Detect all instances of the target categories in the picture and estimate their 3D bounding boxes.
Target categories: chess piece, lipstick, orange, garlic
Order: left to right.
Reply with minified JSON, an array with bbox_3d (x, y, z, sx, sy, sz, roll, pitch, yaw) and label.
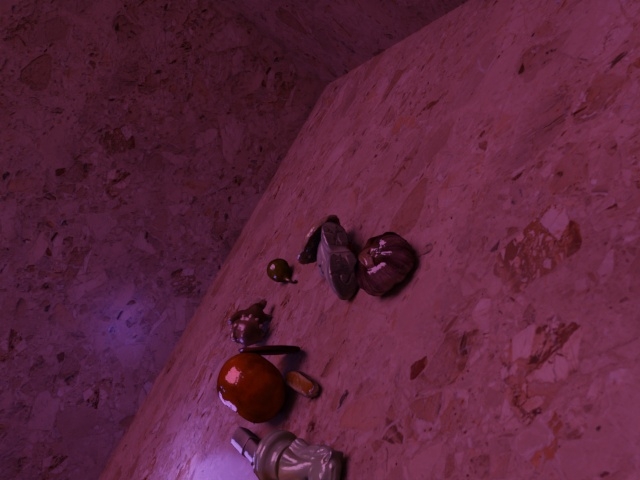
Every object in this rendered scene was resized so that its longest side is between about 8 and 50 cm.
[{"bbox_3d":[-0.264,0.563,1.758,0.226,0.284,0.283,-48,17,-23],"label":"orange"},{"bbox_3d":[-0.256,0.782,1.718,0.252,0.079,0.078,-7,53,61],"label":"lipstick"},{"bbox_3d":[-0.056,0.687,1.371,0.298,0.175,0.176,-7,53,47],"label":"chess piece"},{"bbox_3d":[0.202,0.072,1.585,0.245,0.160,0.245,-46,24,27],"label":"garlic"}]

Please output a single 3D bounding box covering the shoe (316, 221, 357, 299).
[{"bbox_3d":[0.062,0.113,1.881,0.211,0.132,0.342,107,155,-51],"label":"shoe"}]

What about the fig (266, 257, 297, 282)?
[{"bbox_3d":[-0.184,0.177,2.366,0.236,0.124,0.124,30,88,44],"label":"fig"}]

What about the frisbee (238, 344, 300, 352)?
[{"bbox_3d":[-0.207,0.447,1.851,0.250,0.250,0.021,-26,60,52],"label":"frisbee"}]

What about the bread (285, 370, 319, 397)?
[{"bbox_3d":[-0.063,0.528,1.683,0.214,0.053,0.073,-2,63,61],"label":"bread"}]

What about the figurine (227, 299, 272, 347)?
[{"bbox_3d":[-0.331,0.423,2.245,0.173,0.247,0.177,27,113,33],"label":"figurine"}]

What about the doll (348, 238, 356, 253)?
[{"bbox_3d":[0.122,0.037,1.946,0.039,0.057,0.114,-45,32,35],"label":"doll"}]

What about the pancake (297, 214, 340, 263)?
[{"bbox_3d":[0.000,0.001,2.013,0.282,0.049,0.282,-41,-25,-23],"label":"pancake"}]
